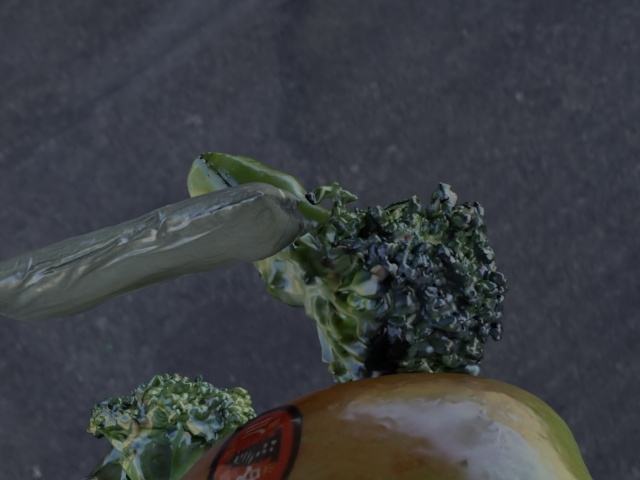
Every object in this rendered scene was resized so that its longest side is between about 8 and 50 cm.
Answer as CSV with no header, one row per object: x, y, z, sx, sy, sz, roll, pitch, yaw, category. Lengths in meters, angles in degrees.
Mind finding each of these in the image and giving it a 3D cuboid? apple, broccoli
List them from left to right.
-0.136,0.283,1.698,0.235,0.288,0.260,-30,6,-34,broccoli
0.004,0.003,1.244,0.145,0.165,0.304,-16,32,-39,broccoli
0.066,0.238,1.010,0.305,0.338,0.338,-28,47,7,apple

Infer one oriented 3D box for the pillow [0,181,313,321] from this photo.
-0.127,0.011,1.153,0.230,0.148,0.050,-20,75,7,pillow
